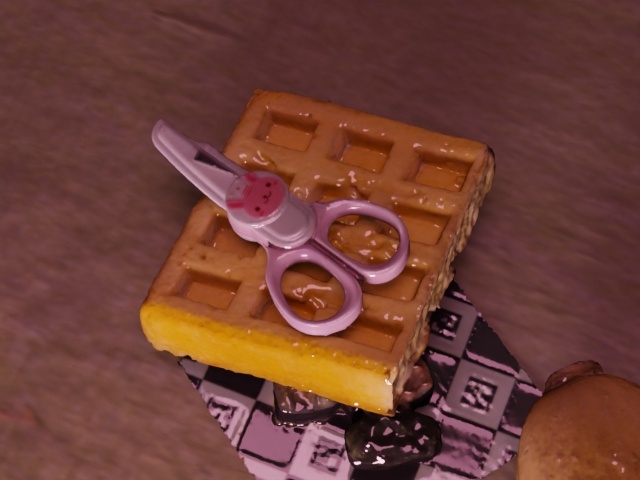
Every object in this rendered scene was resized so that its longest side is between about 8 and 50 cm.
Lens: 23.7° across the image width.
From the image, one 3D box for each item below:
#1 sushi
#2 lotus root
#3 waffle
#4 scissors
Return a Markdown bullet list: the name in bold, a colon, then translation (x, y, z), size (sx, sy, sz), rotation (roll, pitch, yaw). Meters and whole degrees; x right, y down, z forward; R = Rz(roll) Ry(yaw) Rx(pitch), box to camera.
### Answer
- **sushi**: translation (0.037, 0.113, 1.203), size (0.231, 0.047, 0.220), rotation (-32, 69, -12)
- **lotus root**: translation (0.216, 0.225, 1.101), size (0.146, 0.131, 0.303), rotation (-6, 66, 1)
- **waffle**: translation (0.000, 0.000, 1.222), size (0.221, 0.055, 0.248), rotation (15, 61, 19)
- **scissors**: translation (-0.047, -0.024, 1.194), size (0.242, 0.030, 0.118), rotation (35, 70, 24)
